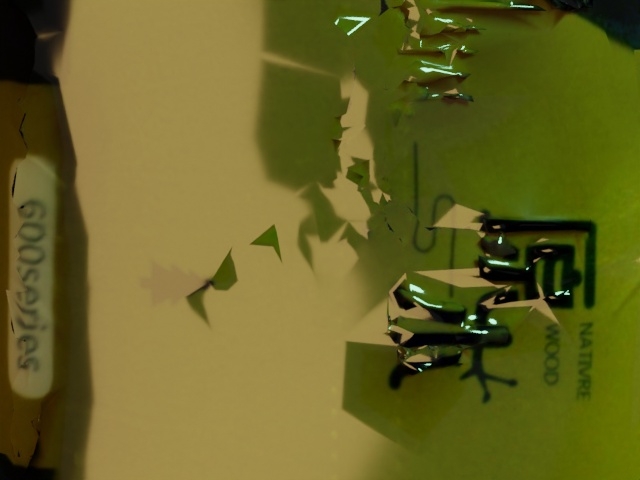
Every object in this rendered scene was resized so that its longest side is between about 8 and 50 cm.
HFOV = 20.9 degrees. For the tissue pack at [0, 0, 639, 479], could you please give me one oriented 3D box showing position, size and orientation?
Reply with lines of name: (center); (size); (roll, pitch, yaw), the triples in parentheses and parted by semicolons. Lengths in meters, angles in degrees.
tissue pack: (0.000, 0.000, 0.659); (0.264, 0.253, 0.416); (1, 97, -7)
